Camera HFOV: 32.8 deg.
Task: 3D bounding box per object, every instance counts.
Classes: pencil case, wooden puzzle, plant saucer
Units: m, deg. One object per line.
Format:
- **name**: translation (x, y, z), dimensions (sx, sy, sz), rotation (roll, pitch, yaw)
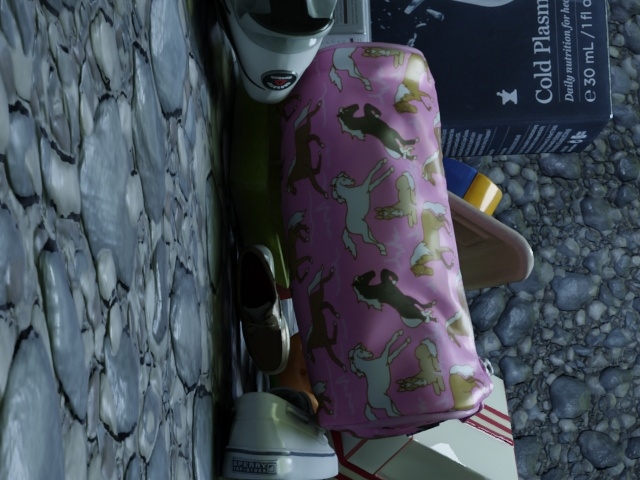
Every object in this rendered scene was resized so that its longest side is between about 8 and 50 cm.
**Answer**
- **pencil case**: translation (0.055, -0.004, 1.061), dimensions (0.167, 0.160, 0.386), rotation (7, 70, -49)
- **wooden puzzle**: translation (0.096, -0.073, 1.342), dimensions (0.080, 0.347, 0.322), rotation (-54, -179, -8)
- **plant saucer**: translation (-0.064, -0.072, 1.168), dimensions (0.188, 0.045, 0.188), rotation (81, 8, -54)

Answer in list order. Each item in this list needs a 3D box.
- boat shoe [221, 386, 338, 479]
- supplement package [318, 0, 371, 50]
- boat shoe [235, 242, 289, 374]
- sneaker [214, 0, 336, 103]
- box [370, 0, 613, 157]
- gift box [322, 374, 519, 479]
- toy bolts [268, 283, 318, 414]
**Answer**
- **boat shoe**: translation (-0.040, 0.188, 1.064), dimensions (0.267, 0.096, 0.088), rotation (39, 53, -73)
- **supplement package**: translation (-0.016, -0.320, 1.291), dimensions (0.204, 0.145, 0.262), rotation (69, 20, -76)
- **boat shoe**: translation (-0.063, 0.070, 1.100), dimensions (0.045, 0.050, 0.135), rotation (8, 70, -82)
- **sneaker**: translation (-0.059, -0.281, 1.054), dimensions (0.146, 0.122, 0.331), rotation (114, -22, -57)
- **box**: translation (0.169, -0.375, 1.639), dimensions (0.297, 0.471, 0.480), rotation (43, 45, -82)
- **gift box**: translation (0.103, 0.250, 1.465), dimensions (0.276, 0.258, 0.255), rotation (-52, -160, 25)
- **toy bolts**: translation (0.039, 0.091, 1.223), dimensions (0.158, 0.218, 0.229), rotation (-31, -121, 50)
